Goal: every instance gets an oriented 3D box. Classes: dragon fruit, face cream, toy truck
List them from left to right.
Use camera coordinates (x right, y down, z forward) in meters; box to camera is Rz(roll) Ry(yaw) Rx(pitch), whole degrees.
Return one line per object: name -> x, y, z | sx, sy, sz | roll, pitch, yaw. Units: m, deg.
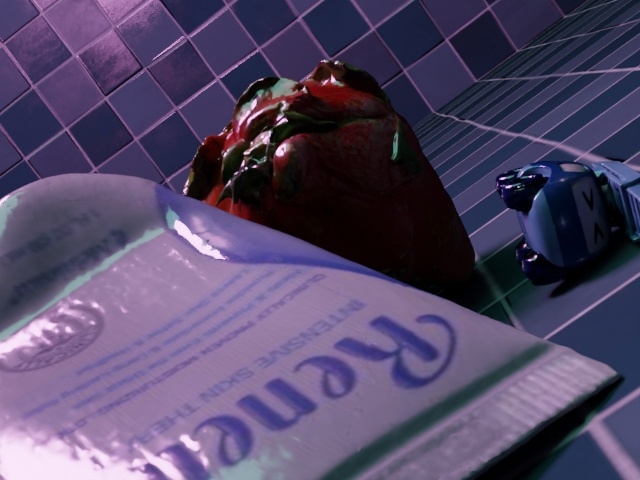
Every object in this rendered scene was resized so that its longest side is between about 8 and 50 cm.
face cream -> -0.084, 0.064, 0.554 | 0.235, 0.137, 0.420 | -29, 27, -23
dragon fruit -> -0.020, -0.003, 0.762 | 0.269, 0.200, 0.198 | -28, 53, 45
toy truck -> 0.138, -0.011, 0.579 | 0.074, 0.063, 0.136 | -16, 12, 8

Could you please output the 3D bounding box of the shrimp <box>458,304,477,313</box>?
shrimp -> -0.024, 0.108, 0.572 | 0.294, 0.062, 0.154 | -38, 11, -34
